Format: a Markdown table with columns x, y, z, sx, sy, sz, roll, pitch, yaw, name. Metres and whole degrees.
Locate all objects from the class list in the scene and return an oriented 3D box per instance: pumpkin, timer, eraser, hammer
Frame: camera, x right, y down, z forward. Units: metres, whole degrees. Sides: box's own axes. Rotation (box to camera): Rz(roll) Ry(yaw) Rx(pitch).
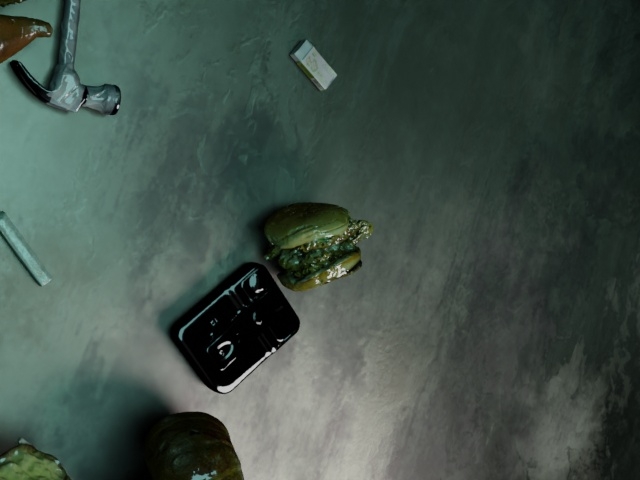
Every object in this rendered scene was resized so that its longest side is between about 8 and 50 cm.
| x | y | z | sx | sy | sz | roll | pitch | yaw | name |
| --- | --- | --- | --- | --- | --- | --- | --- | --- | --- |
| -0.196 | 0.354 | 1.351 | 0.162 | 0.219 | 0.219 | -10 | 100 | -10 | pumpkin |
| -0.129 | 0.141 | 1.467 | 0.187 | 0.055 | 0.144 | -42 | 114 | -23 | timer |
| -0.012 | -0.291 | 1.533 | 0.083 | 0.019 | 0.038 | 46 | 71 | -26 | eraser |
| -0.336 | -0.394 | 1.307 | 0.152 | 0.044 | 0.427 | 8 | 88 | -32 | hammer |

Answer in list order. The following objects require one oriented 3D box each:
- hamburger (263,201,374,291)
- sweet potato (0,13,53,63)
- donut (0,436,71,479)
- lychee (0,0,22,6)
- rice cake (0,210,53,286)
| x | y | z | sx | sy | sz | roll | pitch | yaw | name |
| --- | --- | --- | --- | --- | --- | --- | --- | --- | --- |
| 0.000 | 0.000 | 1.481 | 0.184 | 0.159 | 0.131 | -15 | 99 | -12 | hamburger |
| -0.514 | -0.251 | 1.159 | 0.359 | 0.112 | 0.112 | -10 | 99 | -28 | sweet potato |
| -0.319 | 0.436 | 1.247 | 0.136 | 0.344 | 0.259 | -58 | 168 | -55 | donut |
| -0.411 | -0.383 | 1.193 | 0.171 | 0.171 | 0.171 | -3 | 95 | -33 | lychee |
| -0.417 | 0.013 | 1.292 | 0.022 | 0.021 | 0.121 | -43 | 117 | -28 | rice cake |
